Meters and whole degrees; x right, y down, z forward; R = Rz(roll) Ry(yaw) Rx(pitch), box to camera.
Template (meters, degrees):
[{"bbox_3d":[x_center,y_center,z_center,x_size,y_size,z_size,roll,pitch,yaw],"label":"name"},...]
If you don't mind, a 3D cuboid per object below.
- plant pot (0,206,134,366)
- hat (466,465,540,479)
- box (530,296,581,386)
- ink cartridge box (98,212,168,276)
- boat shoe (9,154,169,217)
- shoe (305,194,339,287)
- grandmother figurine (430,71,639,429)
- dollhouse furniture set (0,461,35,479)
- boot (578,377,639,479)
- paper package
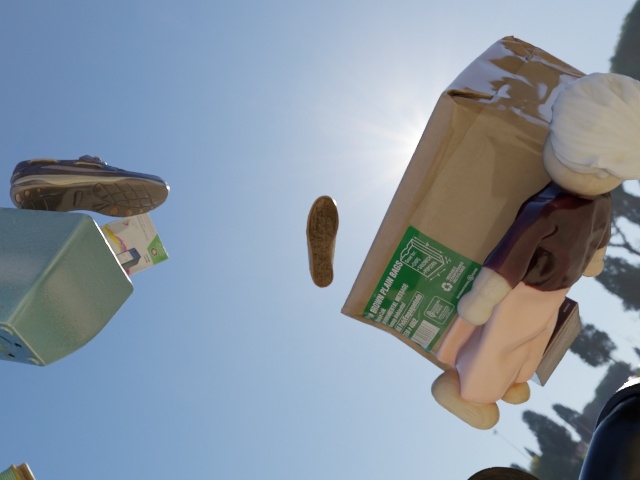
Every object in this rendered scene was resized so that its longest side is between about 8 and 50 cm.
[{"bbox_3d":[-0.584,0.111,1.216,0.247,0.247,0.252,77,-156,-44],"label":"plant pot"},{"bbox_3d":[0.389,0.562,1.043,0.331,0.331,0.134,-26,-13,-33],"label":"hat"},{"bbox_3d":[0.450,0.191,1.298,0.167,0.169,0.203,-55,-33,-6],"label":"box"},{"bbox_3d":[-0.546,0.027,1.603,0.212,0.093,0.154,-25,-85,-34],"label":"ink cartridge box"},{"bbox_3d":[-0.533,-0.143,1.391,0.356,0.130,0.132,0,-37,-37],"label":"boat shoe"},{"bbox_3d":[0.000,0.000,1.389,0.077,0.058,0.218,1,-77,-10],"label":"shoe"},{"bbox_3d":[0.193,0.020,0.529,0.208,0.104,0.342,-25,-42,-45],"label":"grandmother figurine"},{"bbox_3d":[-0.887,0.786,1.718,0.198,0.301,0.151,-20,-28,-47],"label":"dollhouse furniture set"},{"bbox_3d":[0.295,0.333,0.606,0.260,0.131,0.347,-18,-60,-46],"label":"boot"},{"bbox_3d":[0.196,-0.052,0.747,0.309,0.168,0.324,-45,-19,-52],"label":"paper package"}]
